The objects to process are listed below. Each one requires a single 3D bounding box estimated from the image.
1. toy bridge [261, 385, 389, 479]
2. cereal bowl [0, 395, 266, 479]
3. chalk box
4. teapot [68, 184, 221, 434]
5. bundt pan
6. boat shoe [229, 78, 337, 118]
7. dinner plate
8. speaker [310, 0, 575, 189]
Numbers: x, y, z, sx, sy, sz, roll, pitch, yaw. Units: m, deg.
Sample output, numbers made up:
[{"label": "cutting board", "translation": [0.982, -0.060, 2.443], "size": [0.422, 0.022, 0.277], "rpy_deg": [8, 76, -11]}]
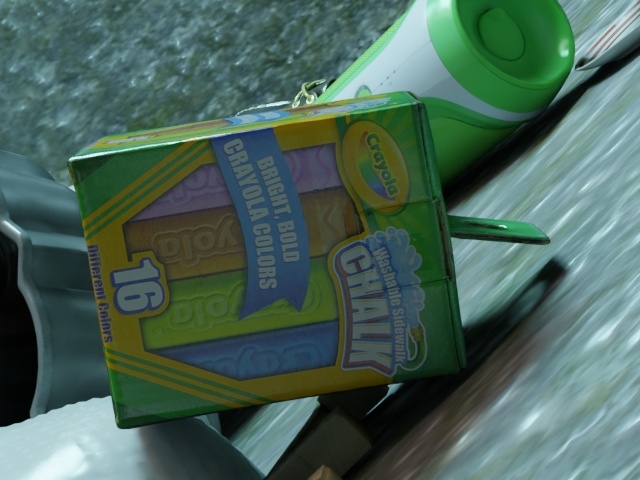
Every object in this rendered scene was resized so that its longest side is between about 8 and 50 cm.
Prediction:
[{"label": "toy bridge", "translation": [-0.004, 0.108, 0.854], "size": [0.063, 0.026, 0.188], "rpy_deg": [-45, 4, 14]}, {"label": "cereal bowl", "translation": [-0.185, 0.196, 0.908], "size": [0.339, 0.141, 0.339], "rpy_deg": [-44, 4, 3]}, {"label": "chalk box", "translation": [0.000, 0.000, 0.880], "size": [0.213, 0.132, 0.132], "rpy_deg": [-10, 6, 0]}, {"label": "teapot", "translation": [-0.107, 0.043, 1.364], "size": [0.253, 0.187, 0.256], "rpy_deg": [-6, 19, 45]}, {"label": "bundt pan", "translation": [-0.230, 0.090, 1.210], "size": [0.124, 0.330, 0.331], "rpy_deg": [2, -31, -43]}, {"label": "boat shoe", "translation": [0.019, -0.107, 1.561], "size": [0.228, 0.068, 0.081], "rpy_deg": [3, 31, 27]}, {"label": "dinner plate", "translation": [0.236, -0.163, 1.284], "size": [0.141, 0.017, 0.141], "rpy_deg": [-43, 6, 5]}, {"label": "speaker", "translation": [0.064, -0.091, 1.391], "size": [0.131, 0.131, 0.296], "rpy_deg": [-48, 5, -40]}]
